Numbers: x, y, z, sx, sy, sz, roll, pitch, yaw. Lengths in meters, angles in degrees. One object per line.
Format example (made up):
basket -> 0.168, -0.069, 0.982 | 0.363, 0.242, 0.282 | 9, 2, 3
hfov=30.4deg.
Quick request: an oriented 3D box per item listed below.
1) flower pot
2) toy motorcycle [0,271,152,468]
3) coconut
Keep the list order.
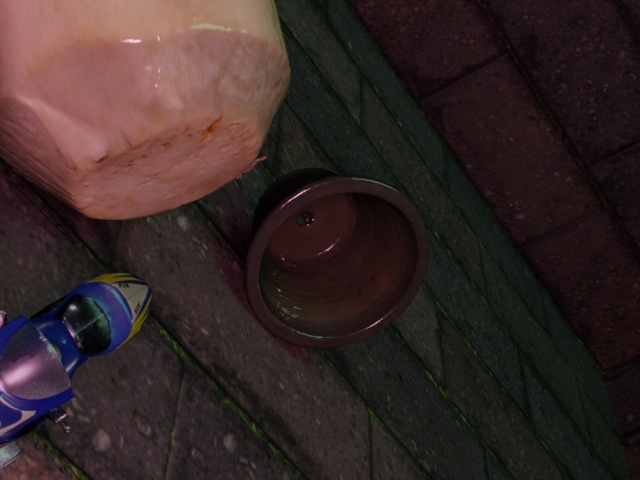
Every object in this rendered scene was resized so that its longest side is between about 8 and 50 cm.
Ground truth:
flower pot -> 0.000, 0.000, 1.473 | 0.235, 0.235, 0.148 | 49, 3, -33
toy motorcycle -> -0.214, 0.092, 0.817 | 0.113, 0.169, 0.315 | 59, 19, -5
coconut -> -0.186, -0.190, 1.102 | 0.323, 0.323, 0.323 | 51, 22, -30
